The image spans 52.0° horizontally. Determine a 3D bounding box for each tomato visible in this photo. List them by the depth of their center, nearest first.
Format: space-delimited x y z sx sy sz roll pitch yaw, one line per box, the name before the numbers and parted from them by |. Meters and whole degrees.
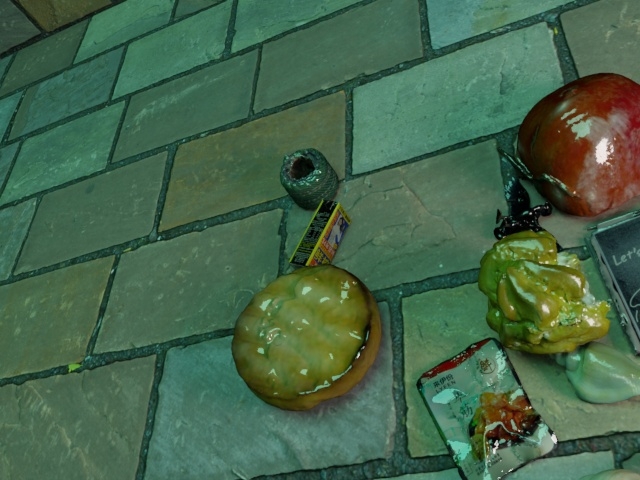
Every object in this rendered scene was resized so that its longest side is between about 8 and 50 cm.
tomato | 0.487 -0.208 1.192 0.309 0.170 0.309 -16 51 21

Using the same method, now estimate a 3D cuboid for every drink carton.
drink carton | 0.000 0.000 1.393 0.056 0.071 0.165 11 61 33

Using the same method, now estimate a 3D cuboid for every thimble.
thimble | -0.026 -0.145 1.507 0.118 0.090 0.135 -21 46 12

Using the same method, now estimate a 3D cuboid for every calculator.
calculator | 0.544 0.056 1.056 0.166 0.028 0.274 -22 46 19

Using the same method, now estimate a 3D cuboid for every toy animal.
toy animal | 0.376 -0.039 1.216 0.108 0.062 0.220 -16 46 -4

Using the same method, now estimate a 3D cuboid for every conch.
conch | 0.414 0.196 0.998 0.180 0.065 0.088 15 65 36

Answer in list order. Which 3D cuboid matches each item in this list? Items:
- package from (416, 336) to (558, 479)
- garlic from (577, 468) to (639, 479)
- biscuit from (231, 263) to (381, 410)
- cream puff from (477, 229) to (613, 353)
package | 0.259 0.272 1.052 0.166 0.040 0.232 -30 45 9
garlic | 0.423 0.338 0.819 0.226 0.199 0.199 -39 43 -26
biscuit | -0.023 0.182 1.247 0.296 0.102 0.296 -14 49 17
cream puff | 0.332 0.075 1.040 0.195 0.194 0.221 -26 18 11
